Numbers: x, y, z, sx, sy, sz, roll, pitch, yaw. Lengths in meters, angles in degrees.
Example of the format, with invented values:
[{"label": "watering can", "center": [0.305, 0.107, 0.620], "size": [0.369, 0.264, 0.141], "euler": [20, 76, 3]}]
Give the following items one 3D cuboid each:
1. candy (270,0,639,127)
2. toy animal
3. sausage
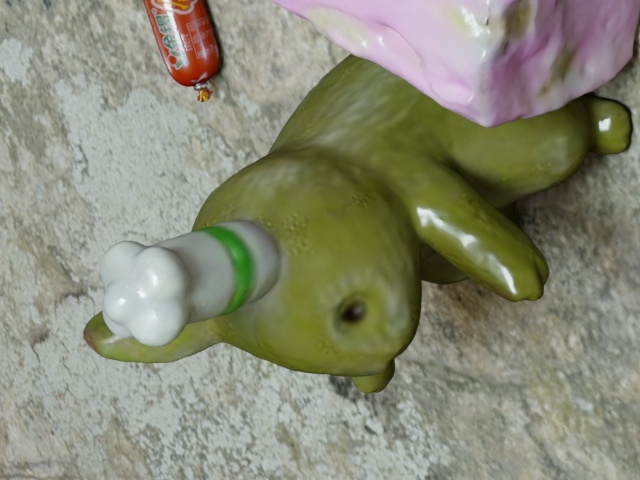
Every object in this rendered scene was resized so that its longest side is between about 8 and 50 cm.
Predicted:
[{"label": "candy", "center": [0.052, -0.183, 1.148], "size": [0.265, 0.155, 0.116], "euler": [35, 134, 31]}, {"label": "toy animal", "center": [0.017, 0.009, 1.144], "size": [0.180, 0.363, 0.181], "euler": [45, 141, 2]}, {"label": "sausage", "center": [-0.106, -0.167, 1.408], "size": [0.048, 0.050, 0.145], "euler": [-4, 106, 53]}]
